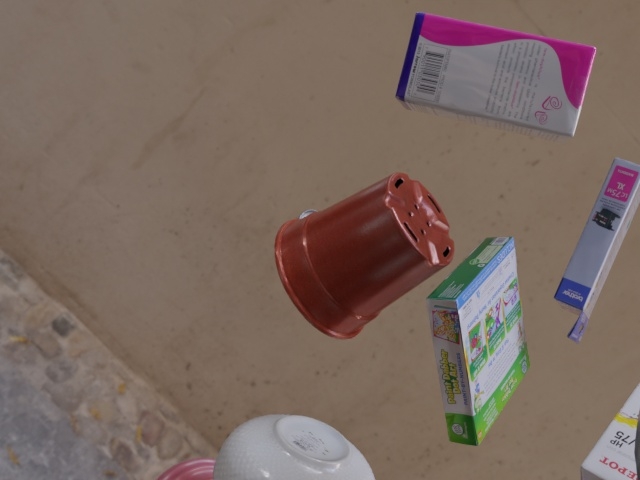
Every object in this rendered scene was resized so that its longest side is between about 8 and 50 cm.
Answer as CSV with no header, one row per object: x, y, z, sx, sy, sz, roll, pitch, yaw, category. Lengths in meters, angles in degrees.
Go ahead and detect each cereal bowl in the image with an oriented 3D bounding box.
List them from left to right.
-0.034,0.451,1.585,0.338,0.141,0.339,20,15,-6,cereal bowl

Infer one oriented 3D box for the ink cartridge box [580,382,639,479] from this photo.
0.579,0.365,1.286,0.198,0.270,0.197,25,-31,39,ink cartridge box

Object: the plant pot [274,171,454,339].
0.098,0.016,1.555,0.272,0.265,0.273,35,38,-32,plant pot

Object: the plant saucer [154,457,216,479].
-0.263,0.662,1.789,0.332,0.084,0.333,8,78,-41,plant saucer

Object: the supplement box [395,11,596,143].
0.219,-0.202,1.006,0.219,0.111,0.114,15,5,13,supplement box

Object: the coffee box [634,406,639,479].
0.537,0.235,0.837,0.338,0.334,0.338,-66,154,-56,coffee box

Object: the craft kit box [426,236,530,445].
0.258,0.152,1.266,0.250,0.060,0.247,-34,116,-51,craft kit box

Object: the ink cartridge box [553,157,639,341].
0.482,0.026,1.395,0.065,0.311,0.185,21,-1,23,ink cartridge box

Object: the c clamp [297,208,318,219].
0.000,0.000,1.732,0.137,0.022,0.161,37,59,-6,c clamp
